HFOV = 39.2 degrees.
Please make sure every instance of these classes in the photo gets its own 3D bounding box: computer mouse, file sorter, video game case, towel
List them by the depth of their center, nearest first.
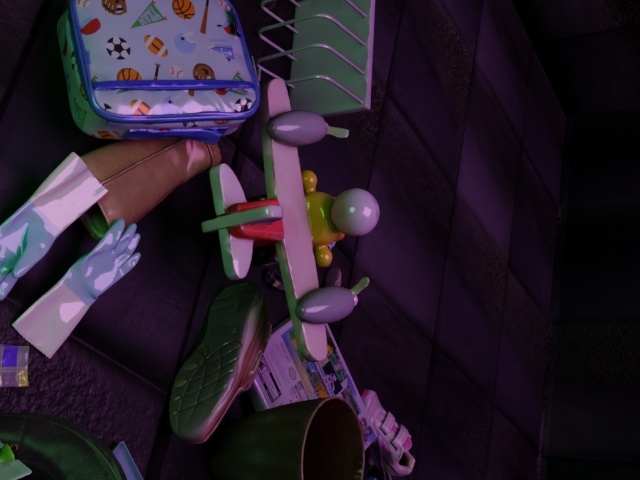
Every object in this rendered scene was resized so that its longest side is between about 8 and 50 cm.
[{"bbox_3d":[-0.431,0.171,1.226,0.083,0.010,0.060,17,70,-58],"label":"towel"},{"bbox_3d":[-0.022,0.323,1.811,0.300,0.036,0.328,-32,100,-57],"label":"video game case"},{"bbox_3d":[-0.070,0.009,1.837,0.106,0.042,0.192,20,75,-52],"label":"computer mouse"},{"bbox_3d":[-0.017,-0.410,1.837,0.173,0.193,0.277,22,67,-54],"label":"file sorter"}]

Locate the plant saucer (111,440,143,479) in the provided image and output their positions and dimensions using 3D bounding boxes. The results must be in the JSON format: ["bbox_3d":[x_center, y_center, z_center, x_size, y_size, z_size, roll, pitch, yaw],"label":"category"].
[{"bbox_3d":[-0.298,0.410,1.415,0.067,0.018,0.192,-51,130,-50],"label":"plant saucer"}]

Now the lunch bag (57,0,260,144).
[{"bbox_3d":[-0.240,-0.267,1.385,0.304,0.115,0.243,-7,75,-33],"label":"lunch bag"}]

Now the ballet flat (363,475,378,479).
[{"bbox_3d":[0.016,0.538,1.817,0.249,0.086,0.086,-3,88,-33],"label":"ballet flat"}]

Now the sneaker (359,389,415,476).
[{"bbox_3d":[0.154,0.448,2.088,0.103,0.111,0.252,-56,132,-47],"label":"sneaker"}]

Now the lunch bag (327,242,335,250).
[{"bbox_3d":[0.000,0.000,1.913,0.053,0.083,0.071,64,36,-31],"label":"lunch bag"}]

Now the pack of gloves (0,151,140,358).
[{"bbox_3d":[-0.357,0.026,1.261,0.232,0.046,0.195,-51,128,-21],"label":"pack of gloves"}]

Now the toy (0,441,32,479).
[{"bbox_3d":[-0.449,0.286,0.977,0.237,0.137,0.056,-16,107,-35],"label":"toy"}]

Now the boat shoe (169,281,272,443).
[{"bbox_3d":[-0.159,0.223,1.581,0.116,0.123,0.324,61,40,-38],"label":"boat shoe"}]

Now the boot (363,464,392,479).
[{"bbox_3d":[0.077,0.566,1.968,0.178,0.085,0.236,56,41,-36],"label":"boot"}]

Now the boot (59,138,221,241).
[{"bbox_3d":[-0.299,-0.158,1.415,0.269,0.089,0.236,-38,98,-44],"label":"boot"}]

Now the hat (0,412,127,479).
[{"bbox_3d":[-0.398,0.362,1.076,0.331,0.332,0.134,-60,174,-44],"label":"hat"}]

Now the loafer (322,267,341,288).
[{"bbox_3d":[0.024,0.117,1.981,0.125,0.045,0.039,-69,148,-41],"label":"loafer"}]

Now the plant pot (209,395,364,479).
[{"bbox_3d":[-0.073,0.384,1.590,0.215,0.231,0.215,15,72,-58],"label":"plant pot"}]

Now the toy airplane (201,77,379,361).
[{"bbox_3d":[-0.035,-0.041,1.581,0.384,0.273,0.386,-84,161,-48],"label":"toy airplane"}]
